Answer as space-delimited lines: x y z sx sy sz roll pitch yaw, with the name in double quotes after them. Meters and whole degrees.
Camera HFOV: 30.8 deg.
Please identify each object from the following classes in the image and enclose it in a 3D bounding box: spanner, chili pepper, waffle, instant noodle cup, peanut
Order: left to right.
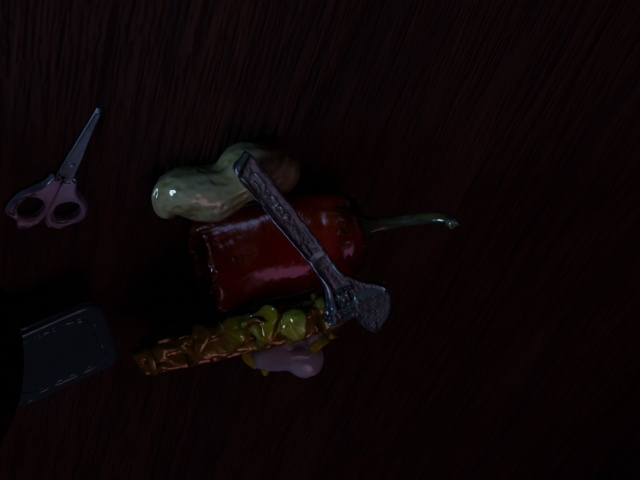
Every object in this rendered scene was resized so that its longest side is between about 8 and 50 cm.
-0.356 0.130 1.520 0.157 0.070 0.179 -23 150 -14 "instant noodle cup"
-0.115 -0.070 1.413 0.187 0.082 0.082 -22 150 -12 "peanut"
-0.095 0.123 1.599 0.329 0.062 0.329 -13 178 -1 "waffle"
-0.008 0.011 1.439 0.093 0.026 0.325 -42 123 -6 "spanner"
-0.002 -0.003 1.549 0.338 0.134 0.131 -16 159 -14 "chili pepper"

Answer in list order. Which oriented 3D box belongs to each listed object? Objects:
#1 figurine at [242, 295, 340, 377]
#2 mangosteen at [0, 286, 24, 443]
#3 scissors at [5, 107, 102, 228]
-0.049 0.158 1.830 0.130 0.109 0.178 13 136 -15 "figurine"
-0.462 0.137 1.247 0.307 0.307 0.347 -30 -178 2 "mangosteen"
-0.285 -0.079 1.314 0.100 0.015 0.189 3 137 -40 "scissors"
